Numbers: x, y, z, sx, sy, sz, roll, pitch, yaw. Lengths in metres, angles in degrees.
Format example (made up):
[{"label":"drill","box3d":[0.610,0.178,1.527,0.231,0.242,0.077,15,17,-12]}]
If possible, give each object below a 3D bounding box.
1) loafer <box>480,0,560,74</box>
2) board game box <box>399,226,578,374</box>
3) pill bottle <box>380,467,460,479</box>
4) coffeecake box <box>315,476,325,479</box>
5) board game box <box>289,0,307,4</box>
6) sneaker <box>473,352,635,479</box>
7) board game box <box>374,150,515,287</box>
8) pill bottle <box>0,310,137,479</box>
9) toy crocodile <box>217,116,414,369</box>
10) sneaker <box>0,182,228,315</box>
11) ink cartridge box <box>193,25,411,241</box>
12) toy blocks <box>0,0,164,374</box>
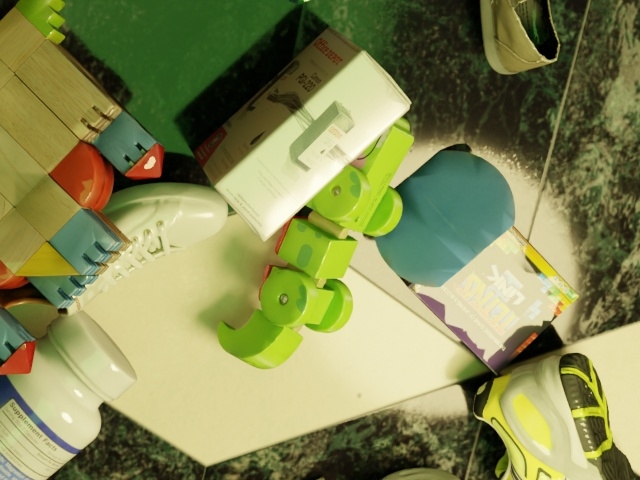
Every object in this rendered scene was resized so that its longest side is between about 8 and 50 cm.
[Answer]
[{"label":"loafer","box3d":[0.222,-0.303,1.829,0.094,0.087,0.251,-35,123,-34]},{"label":"board game box","box3d":[0.202,0.054,1.974,0.141,0.048,0.170,-45,112,2]},{"label":"pill bottle","box3d":[0.125,0.385,2.028,0.112,0.112,0.186,-8,109,-11]},{"label":"coffeecake box","box3d":[-0.019,0.407,2.022,0.142,0.068,0.185,-25,112,-5]},{"label":"board game box","box3d":[0.044,-0.368,1.793,0.212,0.039,0.160,-23,112,-14]},{"label":"sneaker","box3d":[0.303,0.305,2.055,0.147,0.145,0.384,-9,116,22]},{"label":"board game box","box3d":[0.145,-0.022,1.917,0.169,0.133,0.033,-40,153,0]},{"label":"pill bottle","box3d":[-0.342,0.199,1.831,0.272,0.152,0.152,-41,112,1]},{"label":"toy crocodile","box3d":[0.000,0.000,1.884,0.115,0.105,0.340,11,108,-60]},{"label":"sneaker","box3d":[-0.236,0.024,1.804,0.290,0.123,0.106,-14,145,-3]},{"label":"ink cartridge box","box3d":[-0.023,-0.121,1.802,0.218,0.158,0.092,-41,111,1]},{"label":"toy blocks","box3d":[-0.310,-0.041,1.688,0.261,0.191,0.381,45,92,5]}]
